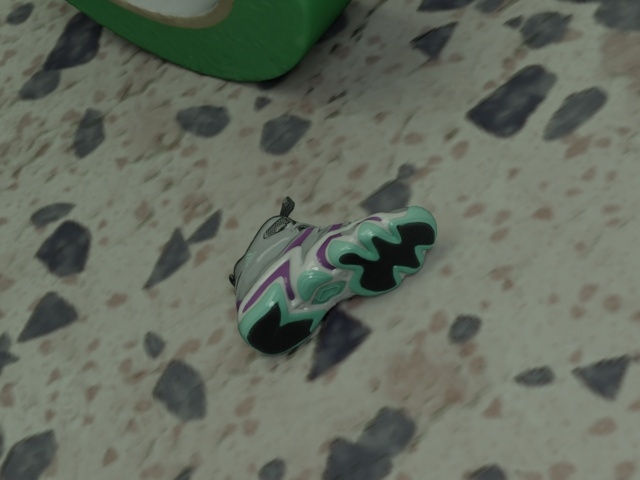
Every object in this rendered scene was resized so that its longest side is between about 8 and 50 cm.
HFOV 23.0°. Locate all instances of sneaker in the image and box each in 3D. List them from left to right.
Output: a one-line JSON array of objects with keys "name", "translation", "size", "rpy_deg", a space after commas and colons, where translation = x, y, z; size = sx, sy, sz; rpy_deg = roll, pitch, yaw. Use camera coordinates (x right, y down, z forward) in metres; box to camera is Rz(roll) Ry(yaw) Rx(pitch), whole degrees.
[{"name": "sneaker", "translation": [0.000, 0.000, 0.693], "size": [0.098, 0.038, 0.069], "rpy_deg": [-30, 41, 7]}]

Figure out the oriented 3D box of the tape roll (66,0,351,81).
[{"name": "tape roll", "translation": [-0.113, -0.213, 0.760], "size": [0.321, 0.321, 0.077], "rpy_deg": [21, 65, 45]}]
